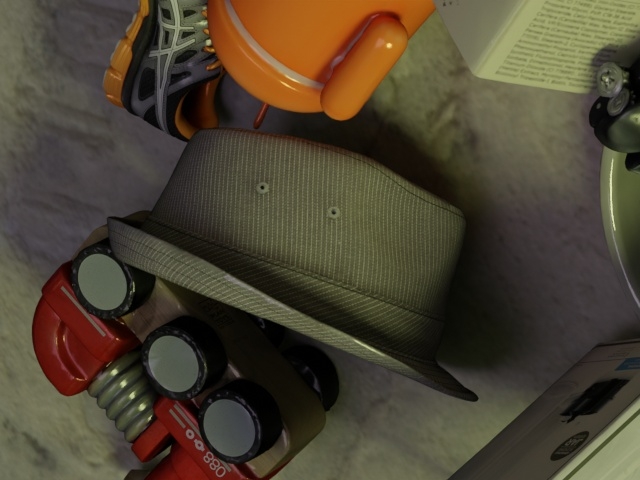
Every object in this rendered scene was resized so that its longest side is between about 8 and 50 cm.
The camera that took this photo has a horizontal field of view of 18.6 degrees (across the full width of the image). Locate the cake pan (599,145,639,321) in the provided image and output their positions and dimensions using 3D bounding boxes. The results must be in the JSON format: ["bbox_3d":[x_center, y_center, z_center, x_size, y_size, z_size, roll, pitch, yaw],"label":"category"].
[{"bbox_3d":[0.305,-0.016,1.146,0.293,0.054,0.293,16,120,31],"label":"cake pan"}]

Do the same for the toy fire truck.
[{"bbox_3d":[-0.129,0.123,1.498,0.217,0.158,0.246,48,120,9],"label":"toy fire truck"}]

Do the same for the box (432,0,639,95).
[{"bbox_3d":[0.176,-0.212,1.094,0.275,0.113,0.094,-56,43,36],"label":"box"}]

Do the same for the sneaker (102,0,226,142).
[{"bbox_3d":[-0.084,-0.156,1.363,0.083,0.084,0.215,41,140,15],"label":"sneaker"}]

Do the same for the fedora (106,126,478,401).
[{"bbox_3d":[0.000,0.000,1.312,0.275,0.244,0.124,21,90,12],"label":"fedora"}]

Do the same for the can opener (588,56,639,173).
[{"bbox_3d":[0.220,-0.110,1.105,0.186,0.073,0.059,-51,38,37],"label":"can opener"}]

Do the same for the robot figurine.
[{"bbox_3d":[0.009,-0.170,1.253,0.158,0.128,0.219,48,130,6],"label":"robot figurine"}]

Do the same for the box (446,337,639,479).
[{"bbox_3d":[0.127,0.179,1.172,0.087,0.290,0.169,52,164,-6],"label":"box"}]
